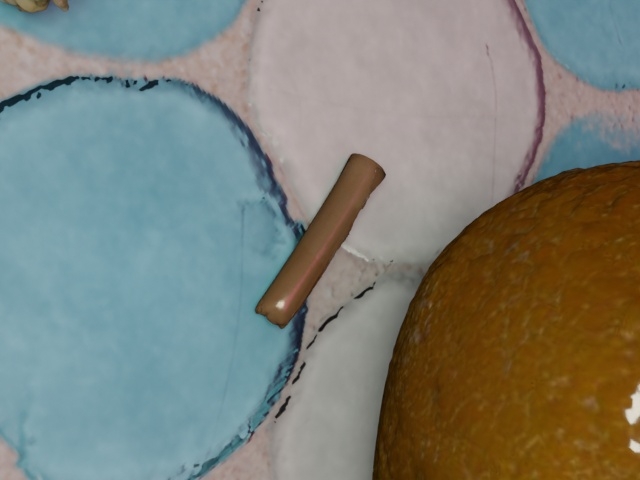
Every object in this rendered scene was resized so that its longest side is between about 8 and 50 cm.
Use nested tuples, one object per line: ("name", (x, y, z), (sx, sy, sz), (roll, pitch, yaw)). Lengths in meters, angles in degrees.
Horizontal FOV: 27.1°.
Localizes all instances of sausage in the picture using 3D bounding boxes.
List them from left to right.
("sausage", (0.000, 0.000, 0.767), (0.026, 0.026, 0.116), (43, 68, -25))

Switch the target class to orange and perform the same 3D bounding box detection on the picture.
("orange", (0.189, 0.131, 0.722), (0.322, 0.322, 0.357), (-9, 102, -33))

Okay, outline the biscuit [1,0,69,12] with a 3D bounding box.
("biscuit", (-0.174, -0.183, 0.629), (0.168, 0.070, 0.082), (36, 66, -25))
